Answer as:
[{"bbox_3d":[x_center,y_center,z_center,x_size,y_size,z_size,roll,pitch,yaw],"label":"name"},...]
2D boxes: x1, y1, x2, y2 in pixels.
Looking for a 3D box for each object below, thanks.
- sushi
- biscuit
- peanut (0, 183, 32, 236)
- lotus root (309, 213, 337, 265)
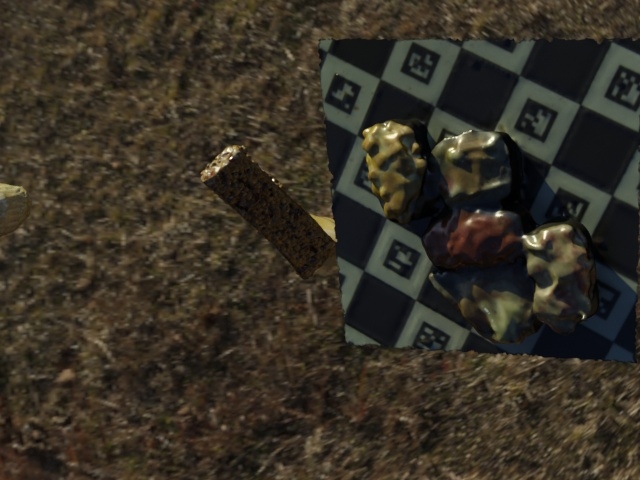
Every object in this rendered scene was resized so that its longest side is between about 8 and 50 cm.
[{"bbox_3d":[0.126,-0.034,0.945,0.294,0.059,0.292,2,101,27],"label":"sushi"},{"bbox_3d":[-0.055,-0.031,1.264,0.064,0.199,0.034,-46,35,-1],"label":"biscuit"},{"bbox_3d":[-0.559,-0.033,1.741,0.207,0.087,0.087,-22,78,-22],"label":"peanut"},{"bbox_3d":[0.000,0.000,1.421,0.150,0.073,0.062,15,95,51],"label":"lotus root"}]
